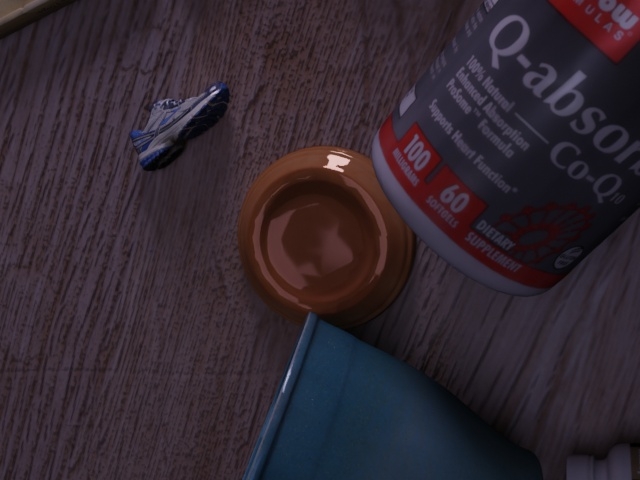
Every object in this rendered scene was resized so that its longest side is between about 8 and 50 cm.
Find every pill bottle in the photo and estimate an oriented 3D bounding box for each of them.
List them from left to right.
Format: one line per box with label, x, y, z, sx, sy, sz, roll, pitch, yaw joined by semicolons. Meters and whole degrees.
pill bottle;0.224;-0.142;0.670;0.210;0.210;0.363;45;118;9
pill bottle;0.317;0.236;0.774;0.169;0.094;0.094;-4;96;19

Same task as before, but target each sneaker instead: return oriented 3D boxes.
sneaker;-0.159;-0.136;0.916;0.135;0.052;0.058;-37;80;19

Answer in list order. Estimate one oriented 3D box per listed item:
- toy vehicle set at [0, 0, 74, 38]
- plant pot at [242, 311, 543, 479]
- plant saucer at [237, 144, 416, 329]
toy vehicle set;-0.321;-0.349;0.952;0.267;0.035;0.166;-19;90;20
plant pot;0.058;0.238;0.789;0.255;0.271;0.271;21;103;1
plant saucer;0.000;0.000;0.885;0.200;0.037;0.200;2;97;19
